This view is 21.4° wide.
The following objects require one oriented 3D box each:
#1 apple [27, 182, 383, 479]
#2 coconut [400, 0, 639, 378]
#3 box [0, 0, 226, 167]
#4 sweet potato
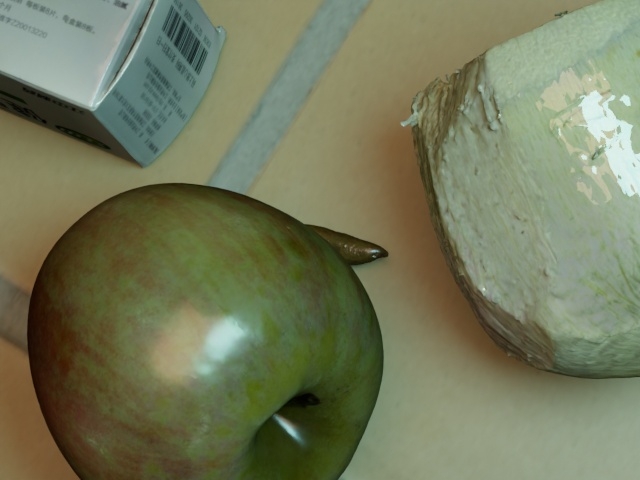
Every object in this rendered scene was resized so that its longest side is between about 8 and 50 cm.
[{"bbox_3d":[-0.091,0.086,1.240,0.234,0.257,0.257,28,81,34],"label":"apple"},{"bbox_3d":[0.218,-0.036,1.209,0.297,0.297,0.255,-22,90,2],"label":"coconut"},{"bbox_3d":[-0.260,-0.194,1.365,0.332,0.173,0.145,22,82,12],"label":"box"},{"bbox_3d":[0.000,0.000,1.362,0.115,0.026,0.026,17,79,16],"label":"sweet potato"}]
